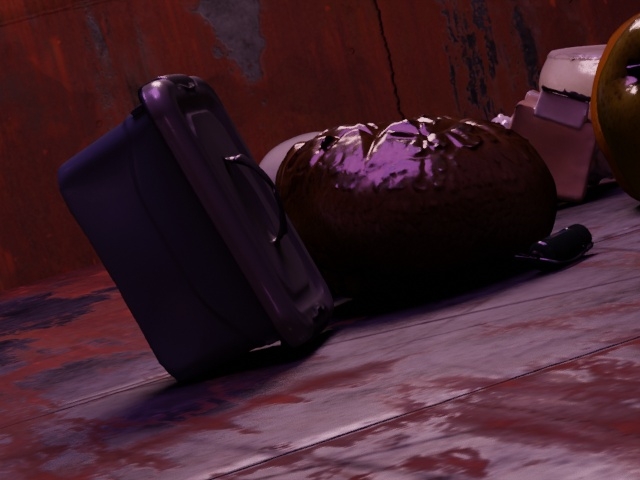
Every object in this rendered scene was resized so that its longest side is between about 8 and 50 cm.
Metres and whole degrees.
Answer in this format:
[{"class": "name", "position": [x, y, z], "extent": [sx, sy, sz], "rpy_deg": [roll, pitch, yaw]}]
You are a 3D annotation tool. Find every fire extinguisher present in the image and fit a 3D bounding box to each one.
[{"class": "fire extinguisher", "position": [0.188, 0.008, 1.503], "extent": [0.038, 0.025, 0.083], "rpy_deg": [16, 21, 33]}]

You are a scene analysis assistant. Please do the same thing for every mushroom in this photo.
[{"class": "mushroom", "position": [0.078, -0.029, 1.609], "extent": [0.253, 0.153, 0.253], "rpy_deg": [-5, 3, 0]}]

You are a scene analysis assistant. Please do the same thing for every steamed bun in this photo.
[{"class": "steamed bun", "position": [0.420, -0.196, 2.642], "extent": [0.231, 0.145, 0.232], "rpy_deg": [-2, 9, 0]}]

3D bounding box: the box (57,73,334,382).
[{"class": "box", "position": [-0.089, -0.009, 1.439], "extent": [0.130, 0.227, 0.162], "rpy_deg": [-29, 1, 12]}]

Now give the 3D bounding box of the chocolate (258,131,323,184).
[{"class": "chocolate", "position": [0.001, -0.057, 2.287], "extent": [0.221, 0.147, 0.221], "rpy_deg": [-14, 0, 0]}]

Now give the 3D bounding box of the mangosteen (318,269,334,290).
[{"class": "mangosteen", "position": [0.000, 0.000, 1.772], "extent": [0.140, 0.140, 0.140], "rpy_deg": [-15, 4, 1]}]

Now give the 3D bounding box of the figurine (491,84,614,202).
[{"class": "figurine", "position": [0.263, -0.099, 2.128], "extent": [0.162, 0.141, 0.237], "rpy_deg": [14, 6, 8]}]

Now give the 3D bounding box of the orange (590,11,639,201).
[{"class": "orange", "position": [0.375, -0.144, 1.787], "extent": [0.249, 0.183, 0.249], "rpy_deg": [-17, 3, 1]}]

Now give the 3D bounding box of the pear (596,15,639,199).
[{"class": "pear", "position": [0.300, -0.090, 1.371], "extent": [0.198, 0.198, 0.198], "rpy_deg": [-15, 4, 1]}]
